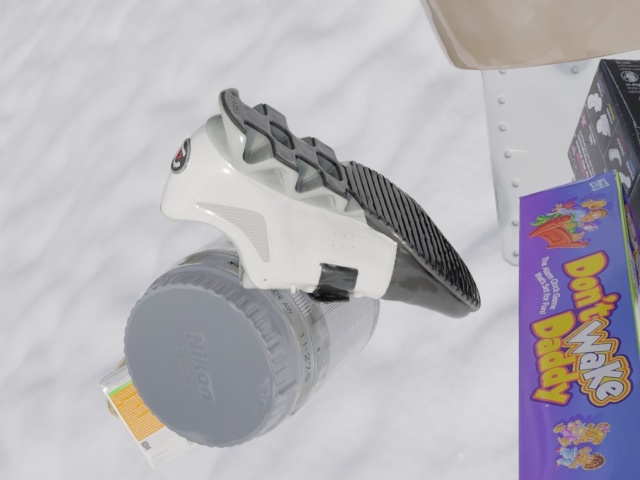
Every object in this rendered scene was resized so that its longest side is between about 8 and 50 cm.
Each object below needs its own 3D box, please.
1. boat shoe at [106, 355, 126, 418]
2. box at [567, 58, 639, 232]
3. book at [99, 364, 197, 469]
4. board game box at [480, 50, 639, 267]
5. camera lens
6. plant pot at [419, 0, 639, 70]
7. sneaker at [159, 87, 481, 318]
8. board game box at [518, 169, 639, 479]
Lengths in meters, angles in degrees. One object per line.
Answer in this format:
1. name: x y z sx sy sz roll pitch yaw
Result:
1. boat shoe: -0.272 0.195 1.807 0.072 0.068 0.190 11 72 63
2. box: 0.392 -0.076 1.138 0.142 0.247 0.163 99 168 -47
3. book: -0.224 0.230 1.581 0.096 0.144 0.035 -30 7 2
4. board game box: 0.425 -0.174 1.589 0.390 0.050 0.389 -6 86 8
5. camera lens: -0.072 0.093 1.355 0.219 0.219 0.274 -32 2 34
6. plant pot: 0.148 -0.258 0.695 0.323 0.280 0.323 -11 14 3
7. sneaker: 0.000 0.000 1.078 0.146 0.331 0.122 -48 24 22
8. board game box: 0.206 0.145 0.774 0.078 0.233 0.347 -17 31 20
